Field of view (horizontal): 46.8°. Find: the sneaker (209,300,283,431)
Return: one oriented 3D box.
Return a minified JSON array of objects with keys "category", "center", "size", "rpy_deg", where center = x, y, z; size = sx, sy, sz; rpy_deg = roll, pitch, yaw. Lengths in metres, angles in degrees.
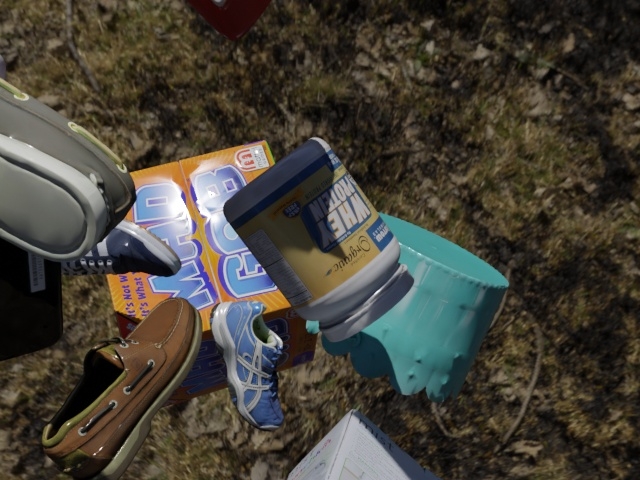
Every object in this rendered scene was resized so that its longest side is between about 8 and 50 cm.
[{"category":"sneaker","center":[-0.094,0.187,1.095],"size":[0.081,0.080,0.211],"rpy_deg":[-16,102,18]}]

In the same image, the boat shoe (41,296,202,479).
[{"category":"boat shoe","center":[-0.255,0.174,0.989],"size":[0.110,0.104,0.307],"rpy_deg":[-18,33,30]}]

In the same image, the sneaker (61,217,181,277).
[{"category":"sneaker","center":[-0.359,0.028,1.103],"size":[0.282,0.099,0.153],"rpy_deg":[24,65,9]}]

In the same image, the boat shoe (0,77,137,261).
[{"category":"boat shoe","center":[-0.296,-0.093,0.611],"size":[0.305,0.109,0.091],"rpy_deg":[32,29,0]}]

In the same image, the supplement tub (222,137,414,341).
[{"category":"supplement tub","center":[0.000,0.000,0.841],"size":[0.144,0.144,0.200],"rpy_deg":[-39,96,-17]}]

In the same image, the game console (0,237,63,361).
[{"category":"game console","center":[-0.468,0.041,0.827],"size":[0.342,0.386,0.060],"rpy_deg":[-16,55,-29]}]

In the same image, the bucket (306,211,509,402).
[{"category":"bucket","center":[0.127,0.087,1.090],"size":[0.281,0.281,0.183],"rpy_deg":[26,101,7]}]

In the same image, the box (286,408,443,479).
[{"category":"box","center":[0.077,0.331,0.736],"size":[0.262,0.231,0.127],"rpy_deg":[42,103,0]}]

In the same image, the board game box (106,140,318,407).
[{"category":"board game box","center":[-0.225,0.078,1.491],"size":[0.356,0.356,0.356],"rpy_deg":[-16,64,-11]}]

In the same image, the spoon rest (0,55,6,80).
[{"category":"spoon rest","center":[-0.563,-0.231,1.220],"size":[0.137,0.276,0.084],"rpy_deg":[-36,81,-13]}]

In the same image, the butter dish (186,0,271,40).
[{"category":"butter dish","center":[-0.070,-0.294,0.678],"size":[0.160,0.160,0.118],"rpy_deg":[46,34,3]}]
